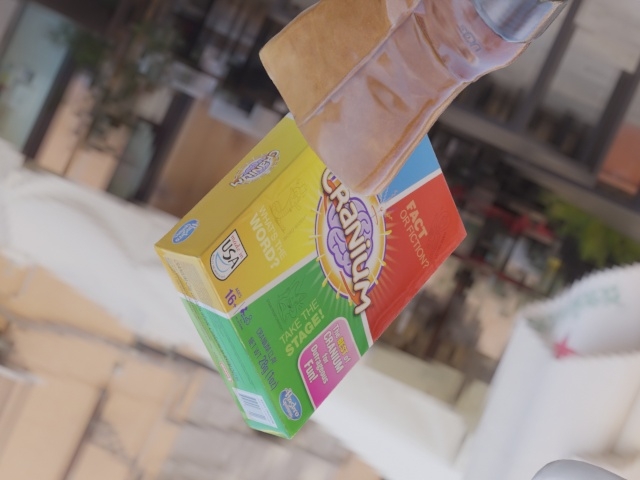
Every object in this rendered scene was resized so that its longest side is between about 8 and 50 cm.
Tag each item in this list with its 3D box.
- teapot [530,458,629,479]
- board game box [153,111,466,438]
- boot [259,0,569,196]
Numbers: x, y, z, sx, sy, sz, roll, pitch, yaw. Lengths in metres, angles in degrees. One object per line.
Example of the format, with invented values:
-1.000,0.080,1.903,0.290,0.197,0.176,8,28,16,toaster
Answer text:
0.264,0.267,1.165,0.252,0.256,0.187,7,154,-18,teapot
0.000,0.000,1.828,0.064,0.316,0.242,12,139,42,board game box
0.038,-0.202,1.318,0.264,0.096,0.280,54,142,5,boot
